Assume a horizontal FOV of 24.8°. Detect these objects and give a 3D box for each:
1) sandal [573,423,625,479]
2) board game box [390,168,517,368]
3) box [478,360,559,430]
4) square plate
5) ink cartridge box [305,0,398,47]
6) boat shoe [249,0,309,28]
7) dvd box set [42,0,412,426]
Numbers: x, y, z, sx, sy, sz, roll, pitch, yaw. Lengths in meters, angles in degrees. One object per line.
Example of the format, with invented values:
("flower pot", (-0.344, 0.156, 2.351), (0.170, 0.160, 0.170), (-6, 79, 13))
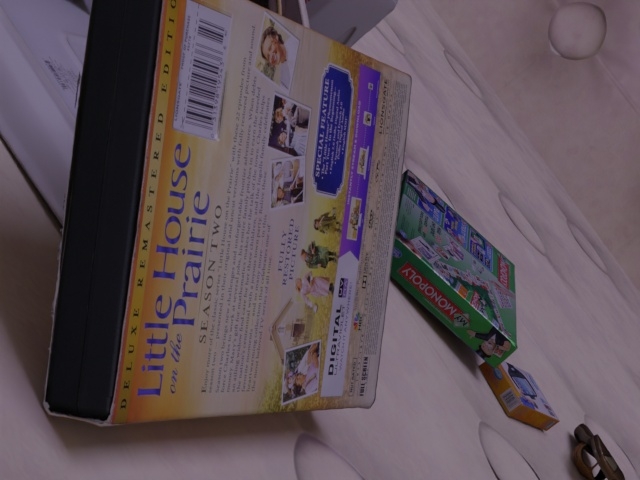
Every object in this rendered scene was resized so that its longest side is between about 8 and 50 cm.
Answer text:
("sandal", (0.363, 0.293, 1.951), (0.072, 0.049, 0.180), (56, 1, -6))
("board game box", (0.172, 0.029, 1.947), (0.213, 0.046, 0.317), (43, 17, -7))
("box", (0.263, 0.202, 1.901), (0.136, 0.028, 0.081), (24, 31, -53))
("square plate", (-0.202, -0.130, 1.324), (0.347, 0.049, 0.344), (55, 16, 13))
("ink cartridge box", (-0.050, -0.374, 1.986), (0.114, 0.197, 0.272), (19, 35, -59))
("boat shoe", (-0.099, -0.368, 1.794), (0.097, 0.117, 0.324), (-11, 87, -69))
("dvd box set", (-0.050, -0.017, 1.129), (0.420, 0.062, 0.307), (8, 88, -64))
